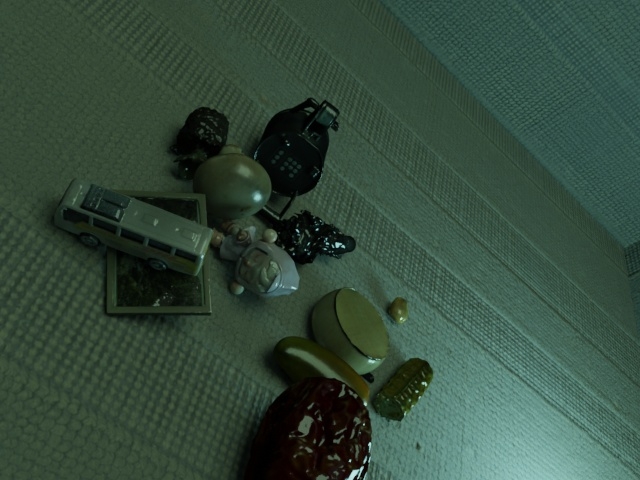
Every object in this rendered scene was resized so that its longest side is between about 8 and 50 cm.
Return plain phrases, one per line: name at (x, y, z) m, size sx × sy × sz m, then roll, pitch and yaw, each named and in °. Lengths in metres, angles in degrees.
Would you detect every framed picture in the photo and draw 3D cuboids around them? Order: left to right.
framed picture at (-0.378, 0.025, 1.699) m, size 0.240 × 0.020 × 0.324 m, roll 3°, pitch 61°, yaw -18°

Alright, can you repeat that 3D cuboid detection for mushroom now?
mushroom at (-0.230, -0.160, 1.888) m, size 0.204 × 0.204 × 0.204 m, roll 28°, pitch 44°, yaw -32°

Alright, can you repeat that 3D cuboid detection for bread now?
bread at (0.251, 0.427, 2.129) m, size 0.269 × 0.098 × 0.087 m, roll -33°, pitch 131°, yaw -54°

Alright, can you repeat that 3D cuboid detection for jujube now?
jujube at (-0.028, 0.492, 1.620) m, size 0.276 × 0.276 × 0.377 m, roll 46°, pitch 40°, yaw -12°

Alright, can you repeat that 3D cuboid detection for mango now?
mango at (0.002, 0.346, 1.877) m, size 0.289 × 0.129 × 0.146 m, roll 46°, pitch 47°, yaw -6°

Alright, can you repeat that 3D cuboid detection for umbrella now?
umbrella at (0.001, 0.011, 2.140) m, size 0.336 × 0.128 × 0.154 m, roll 23°, pitch 61°, yaw -47°

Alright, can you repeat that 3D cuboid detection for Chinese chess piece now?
Chinese chess piece at (0.087, 0.254, 2.047) m, size 0.249 × 0.103 × 0.250 m, roll 35°, pitch 35°, yaw -29°

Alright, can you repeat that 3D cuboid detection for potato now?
potato at (0.249, 0.221, 2.304) m, size 0.083 × 0.062 × 0.068 m, roll -64°, pitch 146°, yaw -19°

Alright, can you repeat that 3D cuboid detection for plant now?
plant at (-0.326, -0.256, 1.971) m, size 0.142 × 0.131 × 0.203 m, roll 38°, pitch 48°, yaw -29°

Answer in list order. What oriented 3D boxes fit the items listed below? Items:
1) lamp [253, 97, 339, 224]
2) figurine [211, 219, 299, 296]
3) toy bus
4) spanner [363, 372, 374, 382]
lamp at (-0.089, -0.260, 2.169) m, size 0.205 × 0.374 × 0.272 m, roll 37°, pitch 8°, yaw -14°
figurine at (-0.175, 0.045, 1.891) m, size 0.276 × 0.200 × 0.133 m, roll 39°, pitch 14°, yaw 20°
toy bus at (-0.415, -0.026, 1.620) m, size 0.342 × 0.138 × 0.097 m, roll 22°, pitch 59°, yaw -9°
spanner at (0.081, 0.338, 2.069) m, size 0.208 × 0.012 × 0.046 m, roll 41°, pitch 38°, yaw -19°
